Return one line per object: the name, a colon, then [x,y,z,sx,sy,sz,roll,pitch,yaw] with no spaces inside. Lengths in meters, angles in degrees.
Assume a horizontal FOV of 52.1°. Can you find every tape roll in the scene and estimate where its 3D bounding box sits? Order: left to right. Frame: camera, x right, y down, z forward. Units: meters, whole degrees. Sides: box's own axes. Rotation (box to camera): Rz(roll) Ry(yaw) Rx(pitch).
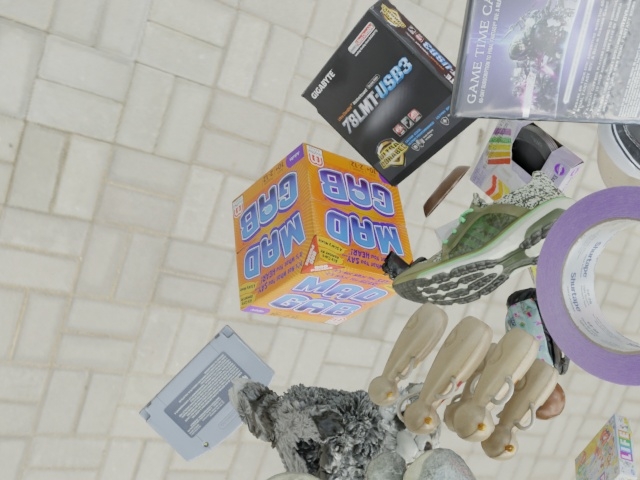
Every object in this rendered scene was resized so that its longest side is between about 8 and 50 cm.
tape roll: [0.446,0.062,0.926,0.090,0.275,0.275,1,106,-37]

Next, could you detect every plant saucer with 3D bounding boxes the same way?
plant saucer: [0.309,-0.127,1.635,0.029,0.168,0.168,40,83,8]

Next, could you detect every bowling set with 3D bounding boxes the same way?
bowling set: [0.199,0.197,0.783,0.200,0.287,0.154,36,83,-10]

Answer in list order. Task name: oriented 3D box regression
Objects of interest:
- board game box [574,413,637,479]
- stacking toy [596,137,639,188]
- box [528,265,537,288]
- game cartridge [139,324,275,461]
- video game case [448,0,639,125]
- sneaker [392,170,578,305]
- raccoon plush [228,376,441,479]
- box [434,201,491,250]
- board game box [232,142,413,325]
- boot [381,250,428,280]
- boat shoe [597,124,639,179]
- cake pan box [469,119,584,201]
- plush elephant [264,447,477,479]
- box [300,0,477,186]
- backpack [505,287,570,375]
board game box: [0.444,0.358,1.028,0.026,0.103,0.154,15,134,4]
stacking toy: [0.953,-0.195,1.590,0.480,0.350,0.351,14,99,-29]
box: [0.647,0.126,1.885,0.058,0.232,0.087,-18,161,10]
game cartridge: [-0.263,0.376,1.582,0.297,0.062,0.198,-45,97,-5]
video game case: [0.307,-0.240,0.796,0.274,0.026,0.196,2,120,-3]
sneaker: [0.329,-0.005,1.344,0.410,0.182,0.158,-26,140,12]
raccoon plush: [0.043,0.338,1.362,0.299,0.446,0.216,-14,123,-34]
box: [0.406,0.002,1.700,0.170,0.130,0.091,-25,128,2]
board game box: [0.000,0.000,1.873,0.356,0.356,0.356,14,57,-37]
boot: [0.209,0.061,1.627,0.099,0.045,0.121,36,49,-6]
boat shoe: [0.599,-0.130,1.076,0.301,0.102,0.108,34,68,-8]
cake pan box: [0.560,-0.195,1.805,0.070,0.246,0.267,-28,153,-33]
plush elephant: [0.037,0.369,0.668,0.255,0.330,0.272,-19,83,-12]
box: [0.142,-0.292,1.348,0.293,0.295,0.073,43,52,-6]
backpack: [0.455,0.208,1.389,0.152,0.115,0.182,31,47,-44]
